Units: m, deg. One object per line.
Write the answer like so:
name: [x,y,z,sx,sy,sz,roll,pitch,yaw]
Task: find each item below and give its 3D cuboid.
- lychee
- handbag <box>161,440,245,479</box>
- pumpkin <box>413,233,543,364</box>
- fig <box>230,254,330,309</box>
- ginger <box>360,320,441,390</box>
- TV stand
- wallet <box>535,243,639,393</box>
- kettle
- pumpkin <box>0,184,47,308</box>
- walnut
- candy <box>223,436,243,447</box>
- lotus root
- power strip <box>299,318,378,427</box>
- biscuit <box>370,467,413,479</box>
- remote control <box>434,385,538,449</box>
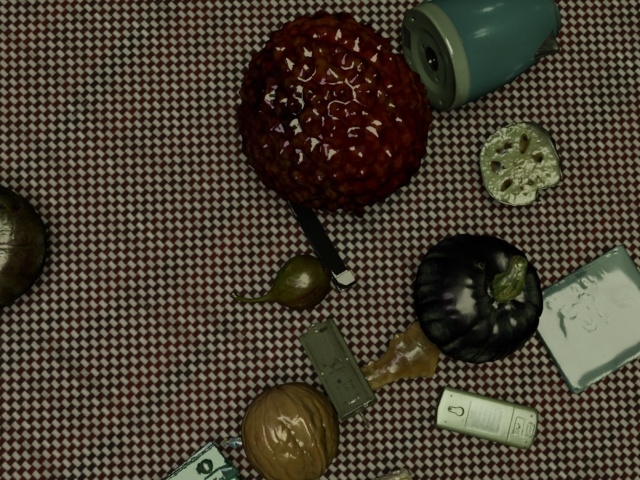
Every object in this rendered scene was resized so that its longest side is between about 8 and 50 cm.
lychee: [0.034,-0.247,1.785,0.425,0.499,0.424,-9,45,9]
handbag: [-0.265,0.621,1.821,0.274,0.100,0.268,-34,86,-5]
pumpkin: [0.360,0.123,1.813,0.296,0.296,0.295,0,84,-3]
fig: [-0.094,0.109,1.886,0.236,0.124,0.124,-16,85,8]
ginger: [0.143,0.278,1.891,0.295,0.086,0.131,-17,101,0]
TV stand: [0.000,0.000,1.930,0.049,0.040,0.256,-30,86,-6]
wallet: [0.647,0.181,1.939,0.290,0.054,0.251,-29,82,-1]
kettle: [0.374,-0.497,1.926,0.342,0.247,0.319,-24,60,-13]
pumpkin: [-0.718,0.002,1.797,0.232,0.242,0.324,-13,89,4]
walnut: [-0.063,0.420,1.803,0.228,0.228,0.227,0,84,-3]
candy: [-0.179,0.454,1.883,0.083,0.020,0.030,5,83,0]
lotus root: [0.469,-0.172,1.957,0.183,0.078,0.203,-7,77,10]
power strip: [0.045,0.300,1.853,0.092,0.034,0.268,-32,63,4]
biscuit: [0.207,0.727,1.844,0.144,0.078,0.425,-20,86,-6]
remote control: [0.379,0.407,1.908,0.234,0.038,0.098,14,83,0]
